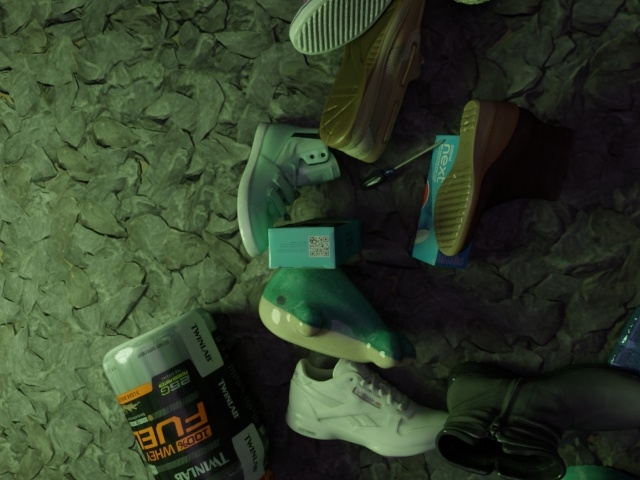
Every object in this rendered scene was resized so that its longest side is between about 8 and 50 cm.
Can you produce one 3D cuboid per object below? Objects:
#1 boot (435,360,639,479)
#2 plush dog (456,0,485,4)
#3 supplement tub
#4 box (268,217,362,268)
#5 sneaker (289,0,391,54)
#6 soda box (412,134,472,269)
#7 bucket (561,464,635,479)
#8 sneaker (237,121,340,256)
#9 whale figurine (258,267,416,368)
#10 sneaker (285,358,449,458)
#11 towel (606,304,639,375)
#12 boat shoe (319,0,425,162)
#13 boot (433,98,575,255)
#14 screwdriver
[{"bbox_3d":[0.351,0.287,0.885,0.338,0.223,0.118,-4,105,15],"label":"boot"},{"bbox_3d":[0.294,-0.508,0.884,0.225,0.211,0.263,2,124,-1],"label":"plush dog"},{"bbox_3d":[-0.224,0.308,1.035,0.207,0.207,0.338,-27,88,14],"label":"supplement tub"},{"bbox_3d":[0.000,0.000,0.937,0.100,0.244,0.060,-1,95,13],"label":"box"},{"bbox_3d":[0.047,-0.425,0.907,0.282,0.102,0.161,-39,57,16],"label":"sneaker"},{"bbox_3d":[0.215,-0.063,0.960,0.067,0.071,0.210,8,98,-24],"label":"soda box"},{"bbox_3d":[0.442,0.505,0.910,0.281,0.183,0.281,1,94,13],"label":"bucket"},{"bbox_3d":[-0.047,-0.091,0.975,0.151,0.094,0.256,3,65,12],"label":"sneaker"},{"bbox_3d":[0.032,0.116,0.960,0.272,0.216,0.141,20,92,30],"label":"whale figurine"},{"bbox_3d":[0.086,0.281,1.007,0.305,0.114,0.152,6,97,12],"label":"sneaker"},{"bbox_3d":[0.517,0.167,0.943,0.067,0.029,0.120,25,100,10],"label":"towel"},{"bbox_3d":[0.106,-0.300,0.963,0.121,0.110,0.341,25,94,54],"label":"boat shoe"},{"bbox_3d":[0.292,-0.082,0.898,0.206,0.090,0.249,13,92,-24],"label":"boot"},{"bbox_3d":[0.136,-0.124,0.983,0.169,0.024,0.025,-23,72,34],"label":"screwdriver"}]
